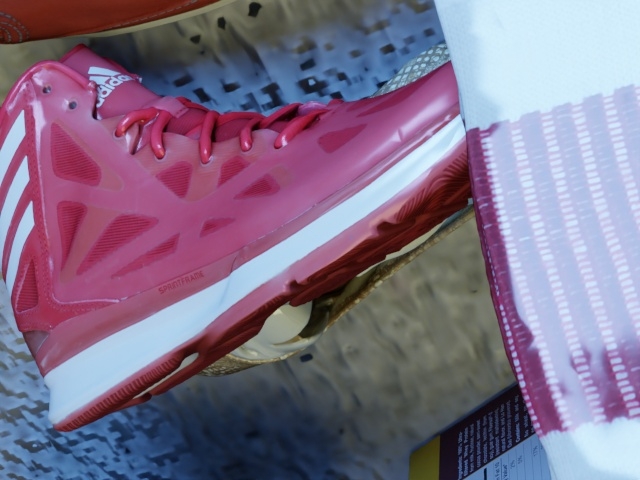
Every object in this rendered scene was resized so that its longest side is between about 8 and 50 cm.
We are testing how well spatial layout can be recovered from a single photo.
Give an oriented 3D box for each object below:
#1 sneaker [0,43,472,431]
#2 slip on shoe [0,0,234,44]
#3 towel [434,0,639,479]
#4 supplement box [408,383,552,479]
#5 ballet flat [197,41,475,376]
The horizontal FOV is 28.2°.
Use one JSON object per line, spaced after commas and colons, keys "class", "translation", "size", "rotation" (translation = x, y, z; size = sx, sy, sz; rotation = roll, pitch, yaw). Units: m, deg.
{"class": "sneaker", "translation": [-0.041, -0.032, 0.436], "size": [0.221, 0.087, 0.128], "rotation": [-33, 83, 23]}
{"class": "slip on shoe", "translation": [-0.134, -0.114, 0.435], "size": [0.331, 0.101, 0.123], "rotation": [-6, 116, 9]}
{"class": "towel", "translation": [0.141, -0.098, 0.326], "size": [0.237, 0.329, 0.037], "rotation": [-16, 161, 16]}
{"class": "supplement box", "translation": [0.166, 0.139, 0.523], "size": [0.194, 0.129, 0.191], "rotation": [-37, 109, 24]}
{"class": "ballet flat", "translation": [0.000, 0.000, 0.501], "size": [0.073, 0.067, 0.206], "rotation": [38, 117, -16]}
